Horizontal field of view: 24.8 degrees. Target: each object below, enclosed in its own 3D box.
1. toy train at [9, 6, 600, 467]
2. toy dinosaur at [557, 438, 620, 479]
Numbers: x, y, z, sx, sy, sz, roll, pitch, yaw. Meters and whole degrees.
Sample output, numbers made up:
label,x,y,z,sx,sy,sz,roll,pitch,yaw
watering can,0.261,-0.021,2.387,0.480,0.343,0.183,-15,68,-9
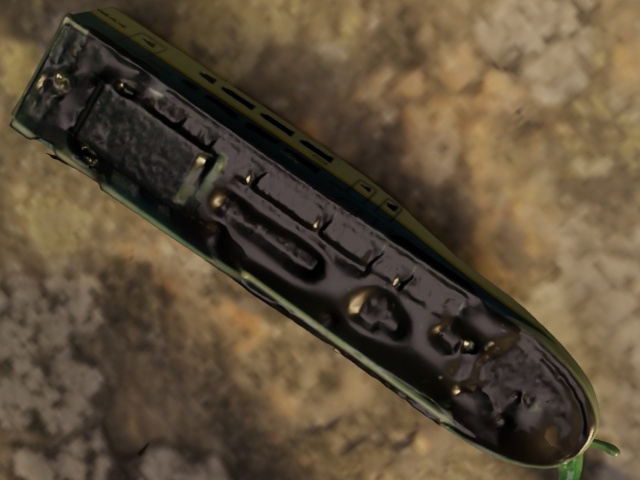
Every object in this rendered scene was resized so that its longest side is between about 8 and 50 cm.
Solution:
label,x,y,z,sx,sy,sz,roll,pitch,yaw
toy train,0.000,0.000,0.524,0.234,0.051,0.052,34,112,5
toy dinosaur,0.111,0.102,0.526,0.083,0.021,0.062,-1,90,21
